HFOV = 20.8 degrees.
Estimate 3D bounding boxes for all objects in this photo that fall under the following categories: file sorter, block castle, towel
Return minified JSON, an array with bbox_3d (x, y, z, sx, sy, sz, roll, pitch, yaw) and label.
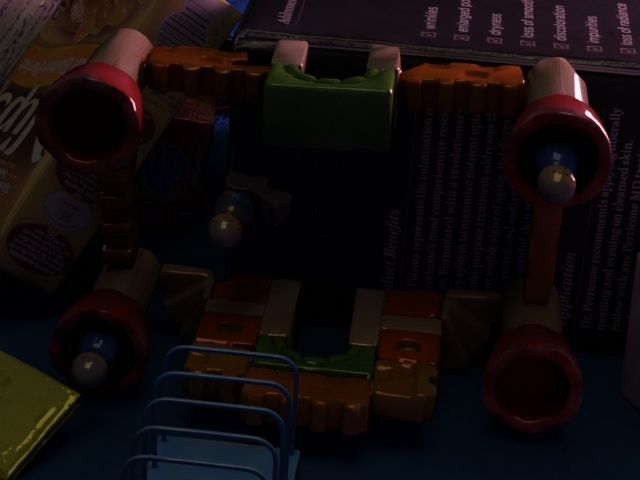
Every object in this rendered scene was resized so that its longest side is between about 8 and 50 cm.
[{"bbox_3d":[-0.082,0.167,1.328,0.118,0.104,0.170,5,27,5],"label":"file sorter"},{"bbox_3d":[0.000,0.000,1.450,0.453,0.303,0.213,5,28,4],"label":"block castle"},{"bbox_3d":[-0.318,0.119,1.447,0.237,0.021,0.102,23,56,24],"label":"towel"}]

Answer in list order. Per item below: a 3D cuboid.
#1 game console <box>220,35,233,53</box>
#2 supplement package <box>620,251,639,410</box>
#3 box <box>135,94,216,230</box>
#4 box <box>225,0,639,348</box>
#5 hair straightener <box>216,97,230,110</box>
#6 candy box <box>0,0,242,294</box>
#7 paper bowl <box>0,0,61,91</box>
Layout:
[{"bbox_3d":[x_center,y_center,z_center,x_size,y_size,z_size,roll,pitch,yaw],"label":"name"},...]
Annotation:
[{"bbox_3d":[-0.128,-0.203,1.808,0.122,0.107,0.071,11,55,-1],"label":"game console"},{"bbox_3d":[0.396,0.097,1.474,0.203,0.149,0.194,-10,30,-22],"label":"supplement package"},{"bbox_3d":[-0.175,-0.128,1.859,0.123,0.128,0.257,9,26,-6],"label":"box"},{"bbox_3d":[0.171,-0.141,1.751,0.472,0.297,0.480,7,28,4],"label":"box"},{"bbox_3d":[-0.079,-0.192,2.045,0.230,0.089,0.047,-2,51,-13],"label":"hair straightener"},{"bbox_3d":[-0.224,-0.126,1.640,0.087,0.316,0.183,33,3,-34],"label":"candy box"},{"bbox_3d":[-0.330,-0.185,1.838,0.148,0.284,0.284,37,20,-18],"label":"paper bowl"}]
